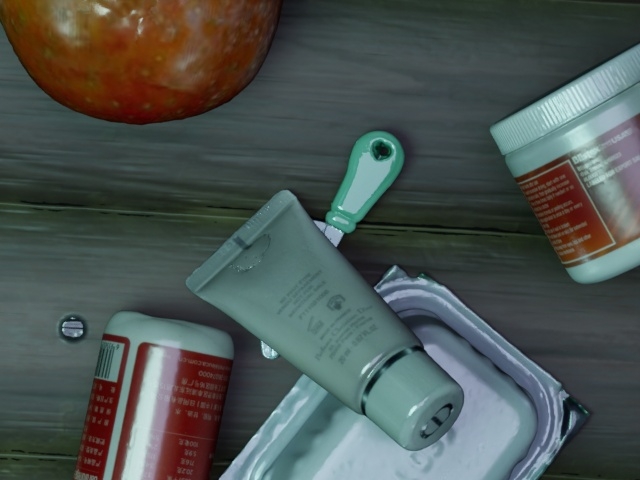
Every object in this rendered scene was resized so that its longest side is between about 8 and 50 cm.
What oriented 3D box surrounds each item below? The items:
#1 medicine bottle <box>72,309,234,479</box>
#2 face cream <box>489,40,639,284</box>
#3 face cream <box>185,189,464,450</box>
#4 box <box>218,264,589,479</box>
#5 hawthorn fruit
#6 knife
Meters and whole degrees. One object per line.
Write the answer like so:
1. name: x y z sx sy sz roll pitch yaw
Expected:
1. medicine bottle: -0.166 0.199 1.820 0.131 0.131 0.250 11 86 -8
2. face cream: 0.297 -0.080 1.872 0.201 0.201 0.187 -30 91 -9
3. face cream: 0.009 0.079 1.819 0.143 0.089 0.314 -44 58 -6
4. box: 0.086 0.220 1.872 0.264 0.106 0.336 39 83 -5
5. hawthorn fruit: -0.170 -0.246 1.780 0.284 0.284 0.284 0 87 -9
6. knife: -0.001 -0.001 1.910 0.063 0.034 0.260 34 86 -2
